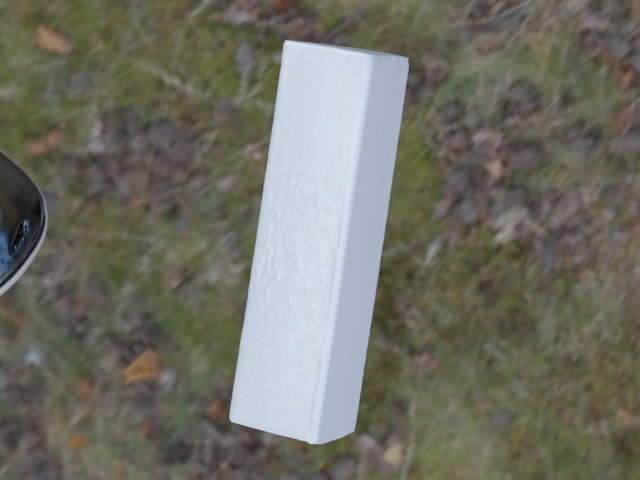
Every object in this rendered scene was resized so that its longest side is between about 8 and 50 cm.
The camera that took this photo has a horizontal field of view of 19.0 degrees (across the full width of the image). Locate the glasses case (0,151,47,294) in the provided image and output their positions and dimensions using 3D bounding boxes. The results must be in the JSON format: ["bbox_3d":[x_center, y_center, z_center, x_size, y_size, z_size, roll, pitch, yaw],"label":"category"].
[{"bbox_3d":[-0.340,-0.068,1.386,0.314,0.122,0.075,34,162,9],"label":"glasses case"}]

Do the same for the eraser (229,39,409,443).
[{"bbox_3d":[-0.001,0.000,1.466,0.078,0.076,0.298,11,97,25],"label":"eraser"}]
